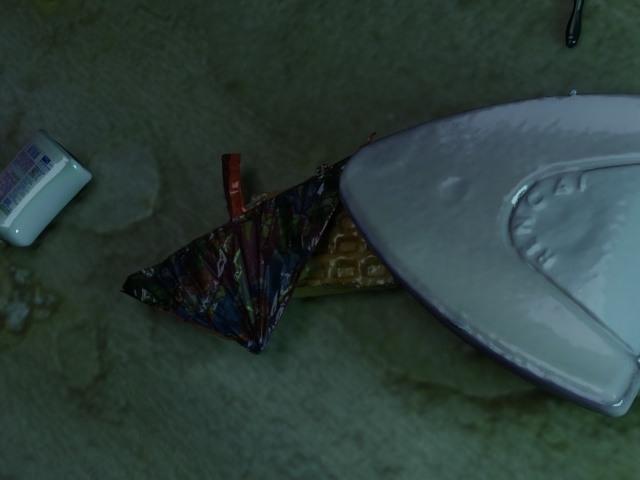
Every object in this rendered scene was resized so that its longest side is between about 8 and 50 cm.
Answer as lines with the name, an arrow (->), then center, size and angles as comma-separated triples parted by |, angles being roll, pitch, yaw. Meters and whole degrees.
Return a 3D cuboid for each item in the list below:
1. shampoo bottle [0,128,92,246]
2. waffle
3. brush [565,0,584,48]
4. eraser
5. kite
shampoo bottle -> -0.248, -0.040, 1.059 | 0.099, 0.043, 0.072 | -49, 49, -2
waffle -> 0.000, 0.000, 0.897 | 0.135, 0.021, 0.092 | -8, 60, 28
brush -> 0.186, -0.174, 0.893 | 0.024, 0.008, 0.083 | 3, 65, 29
eraser -> 0.122, -0.013, 0.805 | 0.243, 0.059, 0.204 | 17, 73, 34
kite -> -0.051, 0.003, 0.907 | 0.232, 0.009, 0.189 | -26, 50, 16
